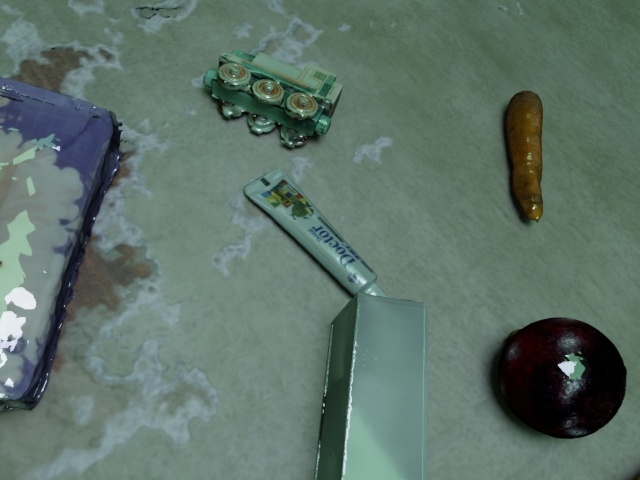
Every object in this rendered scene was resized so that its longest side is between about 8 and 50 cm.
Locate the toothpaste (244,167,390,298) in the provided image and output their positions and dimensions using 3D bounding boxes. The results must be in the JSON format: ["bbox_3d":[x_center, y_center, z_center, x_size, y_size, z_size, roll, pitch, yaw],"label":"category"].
[{"bbox_3d":[0.000,0.000,0.675,0.067,0.037,0.255,-38,76,-25],"label":"toothpaste"}]

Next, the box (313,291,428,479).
[{"bbox_3d":[0.054,0.187,0.549,0.086,0.129,0.225,10,65,-8],"label":"box"}]

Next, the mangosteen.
[{"bbox_3d":[0.291,0.164,0.622,0.153,0.152,0.152,5,65,-11],"label":"mangosteen"}]

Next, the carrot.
[{"bbox_3d":[0.330,-0.137,0.802,0.059,0.059,0.247,11,67,-9],"label":"carrot"}]

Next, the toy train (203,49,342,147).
[{"bbox_3d":[-0.068,-0.218,0.735,0.194,0.080,0.125,24,53,1],"label":"toy train"}]

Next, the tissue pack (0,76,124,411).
[{"bbox_3d":[-0.379,-0.008,0.529,0.243,0.125,0.343,13,66,-15],"label":"tissue pack"}]

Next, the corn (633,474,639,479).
[{"bbox_3d":[0.408,0.331,0.591,0.292,0.101,0.101,-21,73,-22],"label":"corn"}]
